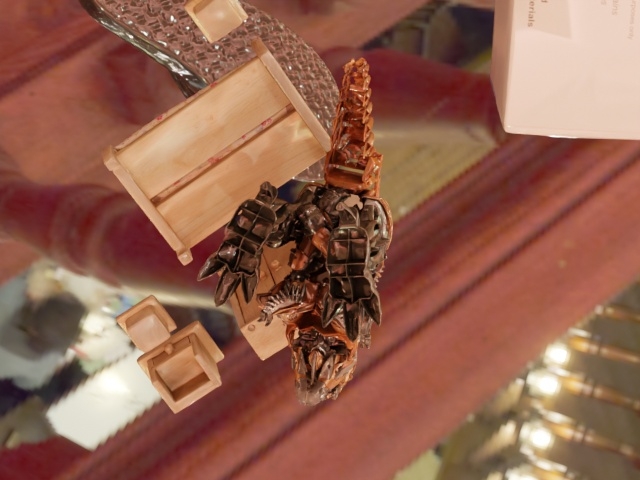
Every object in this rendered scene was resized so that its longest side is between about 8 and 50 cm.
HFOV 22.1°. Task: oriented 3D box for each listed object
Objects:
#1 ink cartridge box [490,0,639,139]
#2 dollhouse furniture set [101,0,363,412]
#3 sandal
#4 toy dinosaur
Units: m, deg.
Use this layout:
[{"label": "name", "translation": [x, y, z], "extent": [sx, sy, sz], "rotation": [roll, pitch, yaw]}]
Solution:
[{"label": "ink cartridge box", "translation": [0.249, -0.171, 1.011], "extent": [0.270, 0.198, 0.197], "rotation": [3, 104, 2]}, {"label": "dollhouse furniture set", "translation": [-0.137, -0.057, 1.699], "extent": [0.303, 0.174, 0.355], "rotation": [-33, 114, 3]}, {"label": "sandal", "translation": [-0.139, -0.244, 2.135], "extent": [0.446, 0.107, 0.167], "rotation": [41, 68, -23]}, {"label": "toy dinosaur", "translation": [0.000, 0.000, 1.534], "extent": [0.218, 0.164, 0.322], "rotation": [-30, 110, -68]}]
